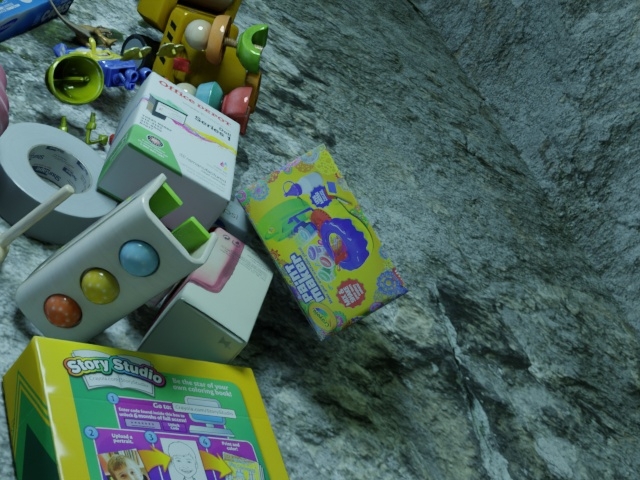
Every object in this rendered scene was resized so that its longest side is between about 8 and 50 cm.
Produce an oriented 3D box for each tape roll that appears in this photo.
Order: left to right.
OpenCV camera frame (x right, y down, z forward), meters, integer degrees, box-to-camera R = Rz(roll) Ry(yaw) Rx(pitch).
[{"bbox_3d":[-0.448,-0.096,1.567,0.219,0.072,0.219,30,30,-19],"label":"tape roll"}]

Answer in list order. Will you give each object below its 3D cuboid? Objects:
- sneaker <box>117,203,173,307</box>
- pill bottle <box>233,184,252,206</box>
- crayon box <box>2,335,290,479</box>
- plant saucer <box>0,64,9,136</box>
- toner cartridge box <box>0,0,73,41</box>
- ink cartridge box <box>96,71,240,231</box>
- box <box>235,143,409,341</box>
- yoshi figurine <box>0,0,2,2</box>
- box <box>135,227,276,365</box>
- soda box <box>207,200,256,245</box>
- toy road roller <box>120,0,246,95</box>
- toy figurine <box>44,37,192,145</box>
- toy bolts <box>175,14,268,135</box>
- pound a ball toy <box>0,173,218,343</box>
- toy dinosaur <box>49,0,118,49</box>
[{"bbox_3d":[-0.303,0.025,1.552,0.103,0.111,0.252,31,6,-31],"label":"sneaker"},{"bbox_3d":[-0.095,-0.054,1.930,0.160,0.087,0.087,17,37,-37],"label":"pill bottle"},{"bbox_3d":[-0.218,0.300,1.263,0.363,0.106,0.313,16,36,-39],"label":"crayon box"},{"bbox_3d":[-0.599,-0.281,1.403,0.332,0.332,0.084,35,70,-13],"label":"plant saucer"},{"bbox_3d":[-0.639,-0.499,1.893,0.165,0.075,0.348,37,29,-5],"label":"toner cartridge box"},{"bbox_3d":[-0.262,-0.155,1.684,0.201,0.117,0.278,31,29,-20],"label":"ink cartridge box"},{"bbox_3d":[0.000,0.000,1.694,0.289,0.177,0.279,60,1,-3],"label":"box"},{"bbox_3d":[-0.703,-0.458,1.584,0.204,0.203,0.362,39,34,21],"label":"yoshi figurine"},{"bbox_3d":[-0.182,0.111,1.526,0.127,0.148,0.232,36,28,-10],"label":"box"},{"bbox_3d":[-0.228,-0.058,1.791,0.216,0.069,0.074,33,29,-17],"label":"soda box"},{"bbox_3d":[-0.257,-0.444,2.031,0.241,0.329,0.203,34,19,36],"label":"toy road roller"},{"bbox_3d":[-0.452,-0.305,1.845,0.217,0.191,0.363,21,26,29],"label":"toy figurine"},{"bbox_3d":[-0.209,-0.313,1.888,0.159,0.218,0.228,12,58,-1],"label":"toy bolts"},{"bbox_3d":[-0.336,0.024,1.329,0.208,0.319,0.135,50,26,-16],"label":"pound a ball toy"},{"bbox_3d":[-0.500,-0.437,1.997,0.112,0.064,0.211,39,8,10],"label":"toy dinosaur"}]
